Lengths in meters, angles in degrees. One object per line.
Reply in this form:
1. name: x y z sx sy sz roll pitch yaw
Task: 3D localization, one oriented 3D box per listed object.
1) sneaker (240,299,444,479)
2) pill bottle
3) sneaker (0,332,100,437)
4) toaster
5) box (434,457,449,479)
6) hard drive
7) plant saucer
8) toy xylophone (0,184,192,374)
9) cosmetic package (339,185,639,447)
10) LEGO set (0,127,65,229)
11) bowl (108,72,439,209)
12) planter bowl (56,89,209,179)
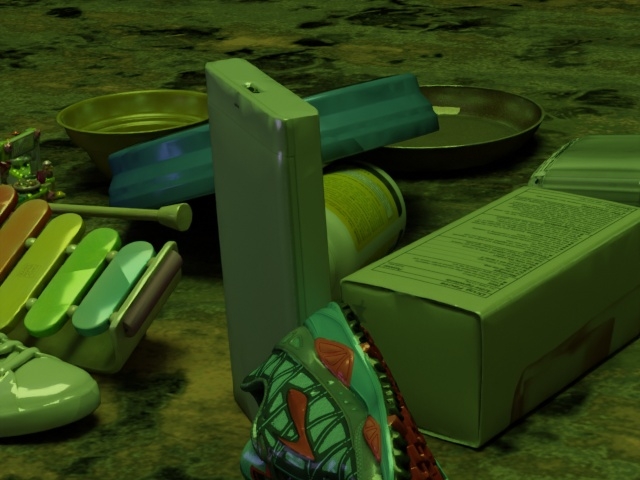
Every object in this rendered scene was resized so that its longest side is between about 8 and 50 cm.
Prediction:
1. sneaker: 0.010 0.154 1.094 0.125 0.104 0.262 -32 29 4
2. pill bottle: 0.000 0.000 1.617 0.119 0.119 0.208 6 21 23
3. sneaker: -0.332 0.097 1.402 0.290 0.123 0.106 7 20 22
4. toaster: 0.314 -0.037 1.668 0.146 0.129 0.227 4 23 30
5. box: -0.019 0.219 1.107 0.244 0.060 0.100 -8 21 -12
6. hard drive: -0.039 0.022 1.286 0.040 0.307 0.203 -10 21 -18
7. plant saucer: 0.144 -0.149 2.105 0.310 0.050 0.310 -3 21 1
8. toy xylophone: -0.267 0.025 1.546 0.322 0.081 0.236 2 46 24
9. cosmetic package: 0.165 0.059 1.418 0.153 0.129 0.296 15 26 38
10. LEGO set: -0.387 -0.095 1.953 0.132 0.107 0.287 -2 20 4
11. bowl: -0.060 -0.112 1.810 0.391 0.077 0.391 -15 3 1
12. planter bowl: -0.229 -0.127 2.040 0.217 0.090 0.217 -2 20 1
